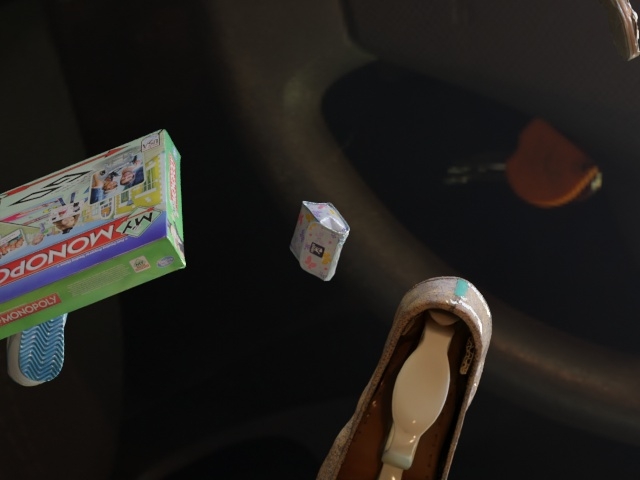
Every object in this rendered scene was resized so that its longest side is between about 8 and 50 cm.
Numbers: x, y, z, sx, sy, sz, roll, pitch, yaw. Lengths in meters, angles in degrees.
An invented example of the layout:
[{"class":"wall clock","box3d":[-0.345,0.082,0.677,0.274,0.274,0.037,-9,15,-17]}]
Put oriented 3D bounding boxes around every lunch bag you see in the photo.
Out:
[{"class":"lunch bag","box3d":[0.000,0.000,1.495,0.053,0.083,0.071,2,121,-29]}]

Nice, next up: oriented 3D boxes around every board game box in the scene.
[{"class":"board game box","box3d":[-0.299,0.007,1.285,0.213,0.317,0.046,-102,169,-54]}]

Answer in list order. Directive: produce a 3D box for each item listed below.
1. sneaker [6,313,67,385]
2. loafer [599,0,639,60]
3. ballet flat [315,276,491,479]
[{"class":"sneaker","box3d":[-0.400,0.094,1.716,0.087,0.092,0.228,21,65,-27]},{"class":"loafer","box3d":[0.393,-0.296,1.559,0.039,0.045,0.125,-17,81,-10]},{"class":"ballet flat","box3d":[0.054,0.178,0.950,0.106,0.108,0.316,-24,129,-87]}]
